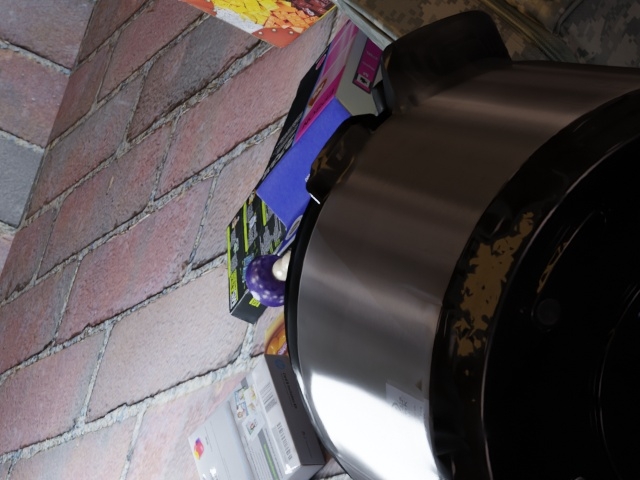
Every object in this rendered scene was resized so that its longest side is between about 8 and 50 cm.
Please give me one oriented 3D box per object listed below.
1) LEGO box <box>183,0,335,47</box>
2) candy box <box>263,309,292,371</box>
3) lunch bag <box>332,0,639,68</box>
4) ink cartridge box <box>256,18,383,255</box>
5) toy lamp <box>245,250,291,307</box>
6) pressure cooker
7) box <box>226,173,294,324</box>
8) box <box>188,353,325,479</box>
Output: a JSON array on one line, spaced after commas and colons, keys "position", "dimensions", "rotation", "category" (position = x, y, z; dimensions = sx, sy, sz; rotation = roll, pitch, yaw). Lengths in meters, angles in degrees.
[{"position": [0.003, -0.587, 2.553], "dimensions": [0.372, 0.193, 0.500], "rotation": [-32, 39, 56], "category": "LEGO box"}, {"position": [0.000, 0.102, 2.016], "dimensions": [0.187, 0.053, 0.109], "rotation": [-50, 27, 40], "category": "candy box"}, {"position": [0.186, -0.235, 1.625], "dimensions": [0.256, 0.212, 0.305], "rotation": [-47, 49, 4], "category": "lunch bag"}, {"position": [0.010, -0.150, 2.136], "dimensions": [0.176, 0.069, 0.371], "rotation": [-49, 15, 33], "category": "ink cartridge box"}, {"position": [0.000, 0.000, 2.089], "dimensions": [0.274, 0.080, 0.080], "rotation": [-38, 34, 50], "category": "toy lamp"}, {"position": [0.171, 0.052, 1.203], "dimensions": [0.370, 0.375, 0.420], "rotation": [-69, 21, -1], "category": "pressure cooker"}, {"position": [-0.063, -0.016, 2.308], "dimensions": [0.184, 0.045, 0.191], "rotation": [-56, 24, 30], "category": "box"}, {"position": [-0.076, 0.240, 2.000], "dimensions": [0.186, 0.038, 0.145], "rotation": [-48, 50, 38], "category": "box"}]
